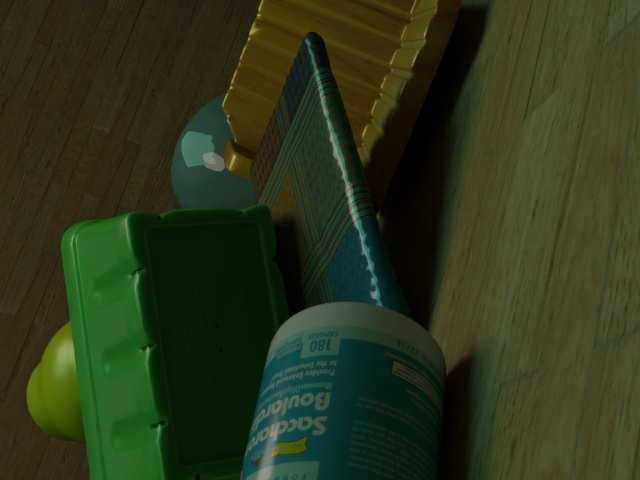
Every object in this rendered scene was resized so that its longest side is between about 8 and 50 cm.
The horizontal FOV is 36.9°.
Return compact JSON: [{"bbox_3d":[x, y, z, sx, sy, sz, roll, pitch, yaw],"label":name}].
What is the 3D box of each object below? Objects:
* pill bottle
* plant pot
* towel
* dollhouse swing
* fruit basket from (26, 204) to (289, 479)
[{"bbox_3d":[0.013,0.184,0.695,0.146,0.146,0.264,119,167,-45],"label":"pill bottle"},{"bbox_3d":[-0.105,-0.118,1.800,0.195,0.290,0.290,33,105,45],"label":"plant pot"},{"bbox_3d":[0.000,0.000,1.047,0.271,0.040,0.370,122,140,-54],"label":"towel"},{"bbox_3d":[0.003,-0.214,1.233,0.346,0.315,0.305,-68,-11,11],"label":"dollhouse swing"},{"bbox_3d":[-0.191,0.153,1.145,0.392,0.283,0.392,176,90,-65],"label":"fruit basket"}]
